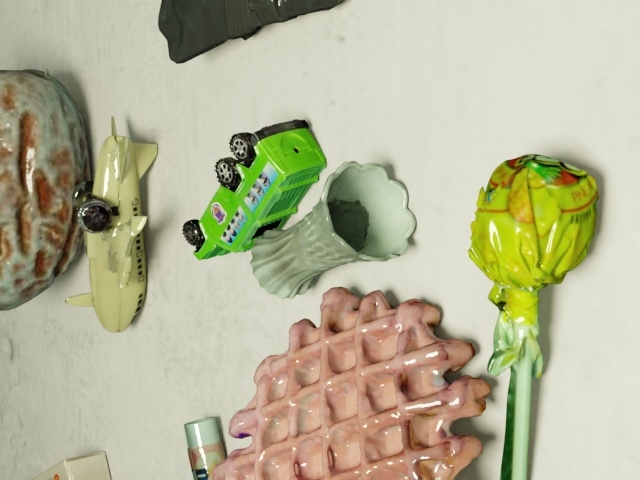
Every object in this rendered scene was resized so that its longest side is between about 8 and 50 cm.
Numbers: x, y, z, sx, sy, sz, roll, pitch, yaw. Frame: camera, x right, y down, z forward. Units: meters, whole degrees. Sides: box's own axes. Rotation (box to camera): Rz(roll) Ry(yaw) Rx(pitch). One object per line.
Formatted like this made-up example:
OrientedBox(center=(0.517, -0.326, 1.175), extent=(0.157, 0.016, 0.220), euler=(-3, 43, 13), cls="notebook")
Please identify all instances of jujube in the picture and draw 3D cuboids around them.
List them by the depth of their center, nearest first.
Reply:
OrientedBox(center=(-0.416, -0.064, 1.125), extent=(0.246, 0.215, 0.308), euler=(16, 107, 52), cls="jujube")

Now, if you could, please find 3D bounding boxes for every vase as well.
OrientedBox(center=(0.000, 0.000, 0.705), extent=(0.148, 0.081, 0.081), euler=(-30, 70, 54), cls="vase")

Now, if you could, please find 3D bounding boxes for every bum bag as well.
OrientedBox(center=(-0.065, -0.235, 0.774), extent=(0.248, 0.060, 0.123), euler=(-5, 91, 51), cls="bum bag")

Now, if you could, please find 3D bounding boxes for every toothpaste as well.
OrientedBox(center=(-0.102, 0.285, 0.903), extent=(0.056, 0.036, 0.205), euler=(-18, 83, 50), cls="toothpaste")

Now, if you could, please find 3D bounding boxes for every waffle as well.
OrientedBox(center=(0.017, 0.144, 0.652), extent=(0.221, 0.055, 0.234), euler=(35, 93, 46), cls="waffle")

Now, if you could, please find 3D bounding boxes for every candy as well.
OrientedBox(center=(0.125, 0.075, 0.562), extent=(0.073, 0.077, 0.262), euler=(14, 113, 36), cls="candy")

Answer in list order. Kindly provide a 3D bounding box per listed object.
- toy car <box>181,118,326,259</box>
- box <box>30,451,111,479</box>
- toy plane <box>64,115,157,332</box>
OrientedBox(center=(-0.059, -0.036, 0.783), extent=(0.062, 0.071, 0.165), euler=(52, 133, 17), cls="toy car")
OrientedBox(center=(-0.368, 0.440, 1.246), extent=(0.353, 0.069, 0.214), euler=(-35, 66, 47), cls="box")
OrientedBox(center=(-0.235, -0.009, 1.001), extent=(0.229, 0.092, 0.244), euler=(-138, 56, -62), cls="toy plane")
